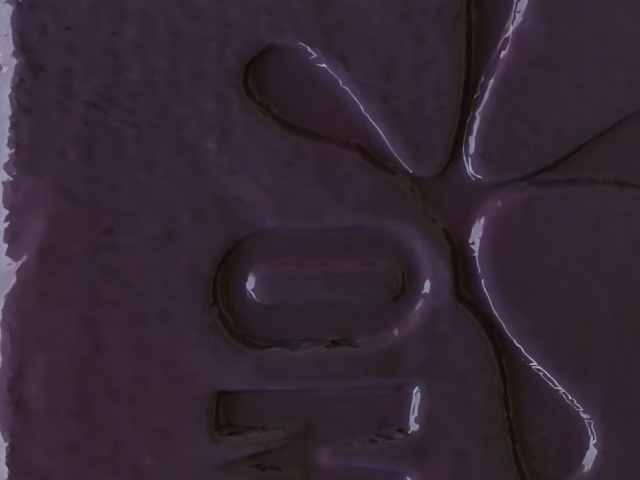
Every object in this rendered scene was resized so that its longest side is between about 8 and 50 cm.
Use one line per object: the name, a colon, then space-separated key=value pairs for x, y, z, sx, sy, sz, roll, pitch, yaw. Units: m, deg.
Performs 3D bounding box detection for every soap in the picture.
soap: x=0.026 y=0.018 z=0.530 sx=0.107 sy=0.285 sz=0.296 roll=-138 pitch=48 yaw=-66
